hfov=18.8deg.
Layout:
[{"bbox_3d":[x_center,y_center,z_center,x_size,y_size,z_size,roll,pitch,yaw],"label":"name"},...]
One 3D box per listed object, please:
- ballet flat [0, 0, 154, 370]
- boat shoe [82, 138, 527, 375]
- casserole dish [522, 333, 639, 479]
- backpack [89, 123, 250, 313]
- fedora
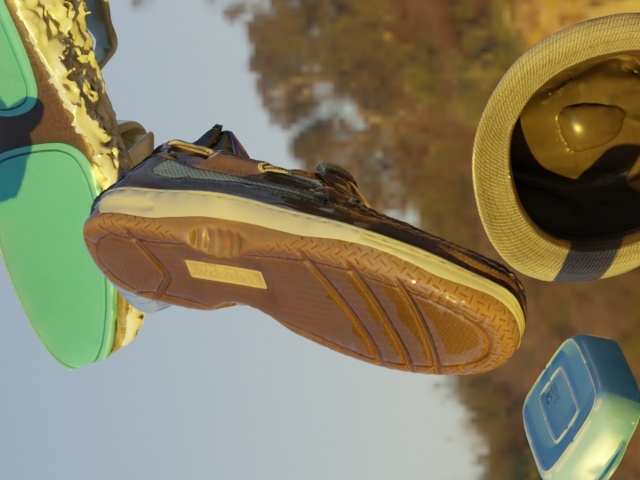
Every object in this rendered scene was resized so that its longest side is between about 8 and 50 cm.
[{"bbox_3d":[-0.193,-0.104,1.486,0.147,0.147,0.409,-68,-34,-67],"label":"ballet flat"},{"bbox_3d":[-0.001,-0.005,1.050,0.095,0.257,0.095,-59,-27,-35],"label":"boat shoe"},{"bbox_3d":[0.209,0.141,1.592,0.114,0.037,0.188,-58,12,17],"label":"casserole dish"},{"bbox_3d":[-0.094,-0.001,1.347,0.101,0.120,0.098,58,-166,-44],"label":"backpack"},{"bbox_3d":[0.246,-0.095,1.793,0.124,0.275,0.244,-138,26,-66],"label":"fedora"}]
